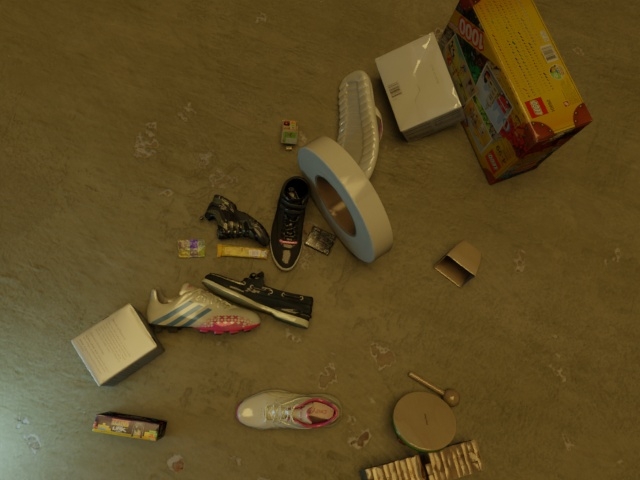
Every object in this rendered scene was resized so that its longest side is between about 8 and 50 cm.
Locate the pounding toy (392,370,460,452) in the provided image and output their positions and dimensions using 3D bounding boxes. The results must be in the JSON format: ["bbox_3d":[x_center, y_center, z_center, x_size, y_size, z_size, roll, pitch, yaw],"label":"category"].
[{"bbox_3d":[0.298,0.526,1.788,0.182,0.110,0.237,20,45,11],"label":"pounding toy"}]

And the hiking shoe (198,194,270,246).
[{"bbox_3d":[-0.258,-0.037,1.877,0.226,0.086,0.114,37,89,10],"label":"hiking shoe"}]

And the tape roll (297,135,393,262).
[{"bbox_3d":[0.067,-0.116,1.763,0.072,0.392,0.392,-32,81,-11],"label":"tape roll"}]

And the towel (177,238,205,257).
[{"bbox_3d":[-0.395,0.024,1.875,0.083,0.009,0.060,-1,76,-6],"label":"towel"}]

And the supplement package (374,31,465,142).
[{"bbox_3d":[0.320,-0.484,1.967,0.204,0.145,0.262,-21,77,16],"label":"supplement package"}]

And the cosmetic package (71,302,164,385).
[{"bbox_3d":[-0.561,0.295,1.719,0.183,0.151,0.151,-34,81,-13],"label":"cosmetic package"}]

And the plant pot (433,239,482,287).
[{"bbox_3d":[0.437,0.064,1.903,0.109,0.109,0.096,38,64,4],"label":"plant pot"}]

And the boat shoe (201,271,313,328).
[{"bbox_3d":[-0.176,0.150,1.807,0.339,0.127,0.113,22,74,-2],"label":"boat shoe"}]

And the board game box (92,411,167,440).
[{"bbox_3d":[-0.517,0.506,1.677,0.170,0.141,0.048,10,76,-4],"label":"board game box"}]

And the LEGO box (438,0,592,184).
[{"bbox_3d":[0.571,-0.483,1.909,0.193,0.372,0.500,-19,78,-10],"label":"LEGO box"}]

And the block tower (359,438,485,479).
[{"bbox_3d":[0.287,0.648,1.732,0.335,0.097,0.091,-11,71,-12],"label":"block tower"}]

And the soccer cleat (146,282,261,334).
[{"bbox_3d":[-0.338,0.195,1.776,0.331,0.116,0.143,1,92,-4],"label":"soccer cleat"}]

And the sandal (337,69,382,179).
[{"bbox_3d":[0.138,-0.351,1.968,0.102,0.169,0.417,16,70,-43],"label":"sandal"}]

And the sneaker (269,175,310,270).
[{"bbox_3d":[-0.094,-0.061,1.856,0.104,0.147,0.296,8,77,-6],"label":"sneaker"}]

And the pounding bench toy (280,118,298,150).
[{"bbox_3d":[-0.101,-0.339,1.975,0.052,0.083,0.065,4,44,-7],"label":"pounding bench toy"}]

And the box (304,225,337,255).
[{"bbox_3d":[0.000,0.000,1.915,0.083,0.018,0.067,24,75,1],"label":"box"}]

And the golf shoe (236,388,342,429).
[{"bbox_3d":[-0.086,0.477,1.729,0.306,0.140,0.115,-2,78,-5],"label":"golf shoe"}]

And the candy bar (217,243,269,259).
[{"bbox_3d":[-0.237,0.036,1.883,0.161,0.018,0.040,4,79,-5],"label":"candy bar"}]
